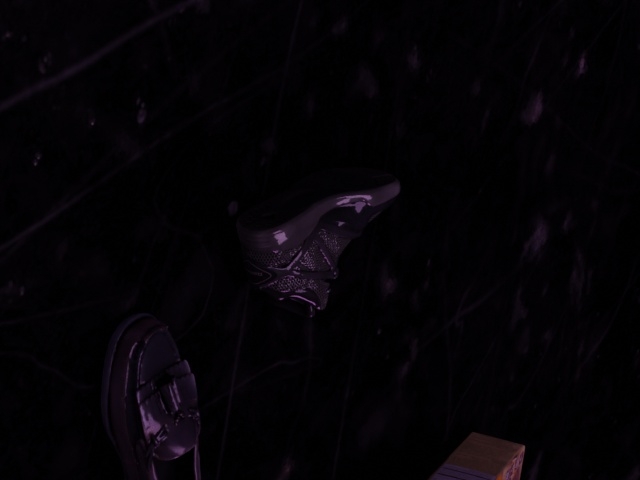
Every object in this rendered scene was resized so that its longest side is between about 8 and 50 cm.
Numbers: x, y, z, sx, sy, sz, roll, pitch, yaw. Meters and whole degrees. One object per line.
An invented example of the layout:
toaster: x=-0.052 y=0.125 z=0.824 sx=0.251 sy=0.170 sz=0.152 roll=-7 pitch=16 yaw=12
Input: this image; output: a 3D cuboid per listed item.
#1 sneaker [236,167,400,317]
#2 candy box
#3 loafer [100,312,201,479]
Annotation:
sneaker: x=0.000 y=0.000 z=1.834 sx=0.227 sy=0.087 sz=0.130 roll=-31 pitch=130 yaw=-41
candy box: x=0.183 y=0.391 z=2.197 sx=0.316 sy=0.088 sz=0.182 roll=-28 pitch=128 yaw=-67
loafer: x=-0.154 y=0.218 z=1.699 sx=0.109 sy=0.095 sz=0.302 roll=-29 pitch=127 yaw=-46
